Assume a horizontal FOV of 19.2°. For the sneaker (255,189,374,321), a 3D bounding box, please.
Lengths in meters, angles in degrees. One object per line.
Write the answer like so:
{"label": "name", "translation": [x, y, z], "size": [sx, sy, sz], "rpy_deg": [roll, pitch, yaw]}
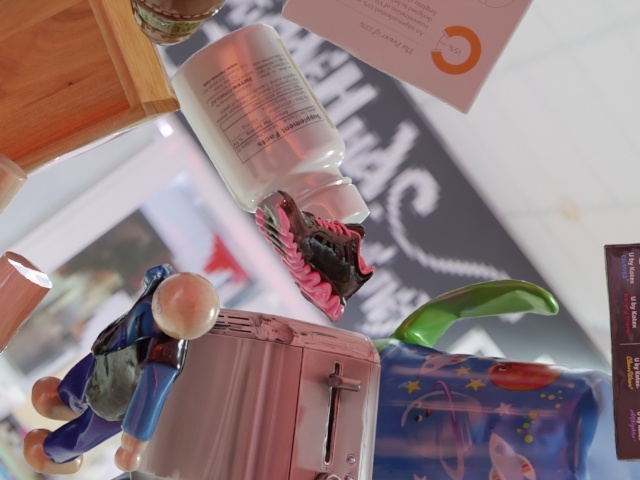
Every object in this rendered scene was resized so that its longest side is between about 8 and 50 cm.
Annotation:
{"label": "sneaker", "translation": [0.000, 0.000, 1.232], "size": [0.047, 0.057, 0.119], "rpy_deg": [46, -8, 42]}

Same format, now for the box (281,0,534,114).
{"label": "box", "translation": [0.133, -0.338, 1.881], "size": [0.215, 0.345, 0.168], "rpy_deg": [27, 18, -10]}

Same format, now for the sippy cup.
{"label": "sippy cup", "translation": [0.142, 0.194, 1.583], "size": [0.240, 0.224, 0.305], "rpy_deg": [-15, 100, -61]}

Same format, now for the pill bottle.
{"label": "pill bottle", "translation": [-0.049, -0.101, 1.989], "size": [0.229, 0.131, 0.131], "rpy_deg": [59, -5, 9]}

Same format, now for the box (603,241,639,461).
{"label": "box", "translation": [0.321, 0.080, 1.415], "size": [0.247, 0.142, 0.163], "rpy_deg": [3, 83, -62]}

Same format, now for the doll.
{"label": "doll", "translation": [-0.110, 0.075, 1.084], "size": [0.046, 0.189, 0.129], "rpy_deg": [22, 50, -24]}

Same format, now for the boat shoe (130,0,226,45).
{"label": "boat shoe", "translation": [-0.093, -0.278, 1.351], "size": [0.111, 0.307, 0.104], "rpy_deg": [17, -35, -7]}

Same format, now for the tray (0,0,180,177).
{"label": "tray", "translation": [-0.348, -0.142, 1.825], "size": [0.076, 0.411, 0.203], "rpy_deg": [-21, 89, -63]}

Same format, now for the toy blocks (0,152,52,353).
{"label": "toy blocks", "translation": [-0.398, 0.013, 1.392], "size": [0.309, 0.260, 0.288], "rpy_deg": [35, 11, -23]}

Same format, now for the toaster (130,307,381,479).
{"label": "toaster", "translation": [-0.050, 0.129, 1.402], "size": [0.129, 0.146, 0.227], "rpy_deg": [15, -8, -35]}

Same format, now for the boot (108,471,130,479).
{"label": "boot", "translation": [-0.276, 0.215, 1.659], "size": [0.280, 0.264, 0.096], "rpy_deg": [32, 12, -7]}
